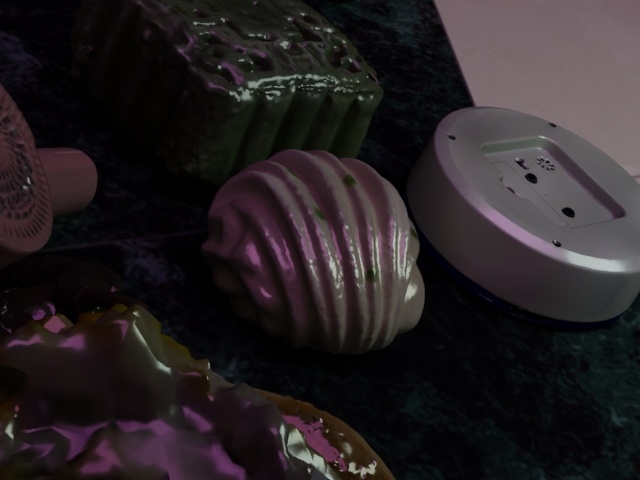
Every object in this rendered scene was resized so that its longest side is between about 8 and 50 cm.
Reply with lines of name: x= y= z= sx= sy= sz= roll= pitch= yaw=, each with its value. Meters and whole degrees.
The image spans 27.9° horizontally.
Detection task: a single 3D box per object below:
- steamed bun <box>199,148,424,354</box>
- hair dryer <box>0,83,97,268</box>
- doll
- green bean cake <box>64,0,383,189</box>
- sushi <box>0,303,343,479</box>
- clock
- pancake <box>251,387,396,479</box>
steamed bun: x=0.000 y=0.000 z=0.971 sx=0.183 sy=0.106 sz=0.183 roll=18 pitch=34 yaw=-12
hair dryer: x=-0.241 y=-0.016 z=0.814 sx=0.125 sy=0.210 sz=0.352 roll=64 pitch=14 yaw=2
doll: x=-0.185 y=0.052 z=0.813 sx=0.139 sy=0.057 sz=0.165 roll=-23 pitch=30 yaw=-22
green bean cake: x=-0.086 y=-0.148 z=1.101 sx=0.222 sy=0.125 sz=0.227 roll=-9 pitch=43 yaw=-41
sushi: x=-0.125 y=0.223 z=0.464 sx=0.351 sy=0.240 sz=0.396 roll=39 pitch=44 yaw=19
clock: x=0.191 y=-0.026 z=1.149 sx=0.230 sy=0.083 sz=0.230 roll=15 pitch=36 yaw=-11
pancake: x=-0.041 y=0.189 z=0.749 sx=0.282 sy=0.049 sz=0.282 roll=16 pitch=39 yaw=-14
